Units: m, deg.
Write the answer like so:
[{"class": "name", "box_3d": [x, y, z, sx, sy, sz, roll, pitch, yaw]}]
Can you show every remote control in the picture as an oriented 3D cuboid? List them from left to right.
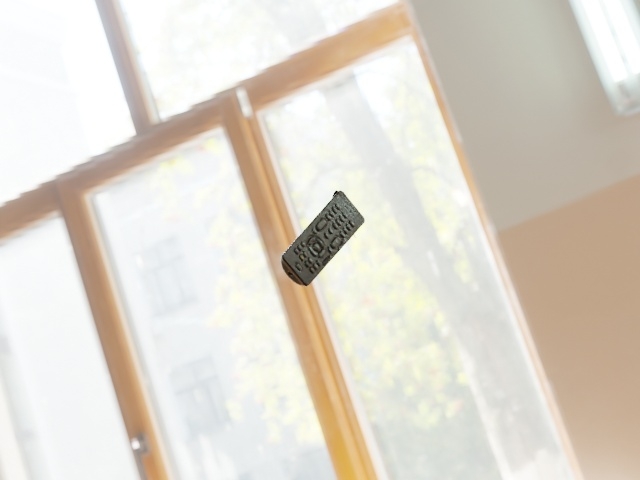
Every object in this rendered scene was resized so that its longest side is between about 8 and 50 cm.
[{"class": "remote control", "box_3d": [0.000, 0.000, 0.915, 0.016, 0.034, 0.091, -30, 12, 42]}]
